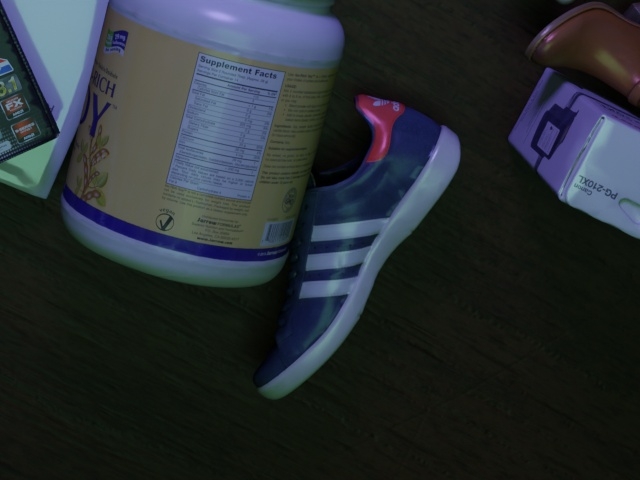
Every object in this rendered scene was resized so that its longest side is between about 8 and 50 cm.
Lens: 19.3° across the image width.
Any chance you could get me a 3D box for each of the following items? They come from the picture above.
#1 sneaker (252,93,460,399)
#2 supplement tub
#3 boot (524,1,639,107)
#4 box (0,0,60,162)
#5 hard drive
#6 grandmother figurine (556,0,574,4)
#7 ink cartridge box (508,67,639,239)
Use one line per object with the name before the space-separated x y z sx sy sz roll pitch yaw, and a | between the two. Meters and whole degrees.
sneaker | 0.000 0.000 2.016 0.148 0.131 0.350 32 95 -8
supplement tub | -0.113 -0.143 1.890 0.241 0.241 0.331 13 105 -11
boot | 0.318 -0.171 1.952 0.197 0.152 0.073 -15 154 -32
box | -0.427 -0.150 1.882 0.270 0.060 0.216 -24 109 -8
hard drive | -0.318 -0.219 1.946 0.203 0.040 0.307 22 103 -13
grandmother figurine | 0.261 -0.350 1.953 0.342 0.104 0.207 11 90 -7
ink cartridge box | 0.312 -0.080 1.962 0.172 0.237 0.100 25 102 -14
